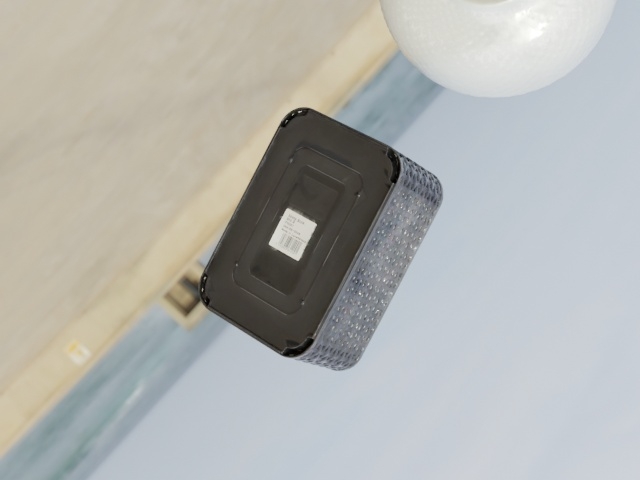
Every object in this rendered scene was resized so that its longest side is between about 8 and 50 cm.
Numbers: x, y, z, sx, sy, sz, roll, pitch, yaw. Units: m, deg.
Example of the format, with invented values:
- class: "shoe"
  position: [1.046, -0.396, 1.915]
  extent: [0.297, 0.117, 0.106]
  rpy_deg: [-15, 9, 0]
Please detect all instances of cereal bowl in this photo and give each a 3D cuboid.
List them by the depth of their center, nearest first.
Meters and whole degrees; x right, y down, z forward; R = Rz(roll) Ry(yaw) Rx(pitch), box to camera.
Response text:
- class: "cereal bowl"
  position: [0.234, -0.371, 1.746]
  extent: [0.339, 0.339, 0.141]
  rpy_deg: [-47, 167, 4]

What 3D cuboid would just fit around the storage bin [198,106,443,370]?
- class: "storage bin"
  position: [0.000, 0.000, 1.039]
  extent: [0.084, 0.122, 0.180]
  rpy_deg: [25, 93, -59]
